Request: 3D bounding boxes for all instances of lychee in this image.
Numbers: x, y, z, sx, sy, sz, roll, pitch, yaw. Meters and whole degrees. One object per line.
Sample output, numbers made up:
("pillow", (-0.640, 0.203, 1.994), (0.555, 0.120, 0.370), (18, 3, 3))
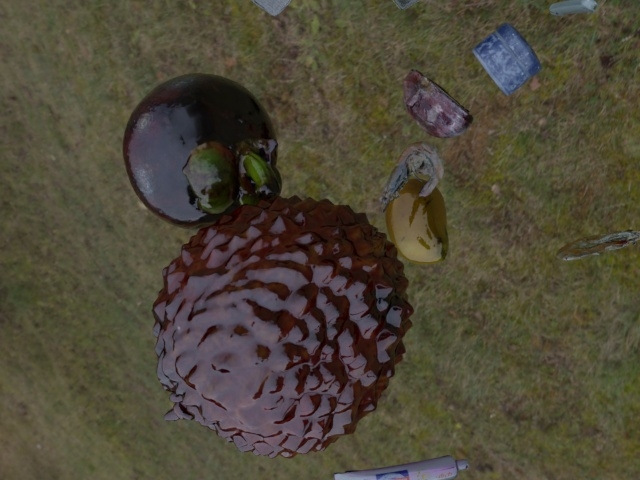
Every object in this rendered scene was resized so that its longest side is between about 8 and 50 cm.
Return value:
("lychee", (-0.078, 0.155, 1.069), (0.424, 0.424, 0.500), (43, 102, 2))

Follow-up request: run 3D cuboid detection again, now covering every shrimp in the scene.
("shrimp", (0.273, -0.179, 1.939), (0.144, 0.052, 0.251), (35, 105, 7))
("shrimp", (0.610, 0.012, 1.396), (0.190, 0.101, 0.042), (-16, 101, 14))

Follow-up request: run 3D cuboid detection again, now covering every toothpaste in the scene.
("toothpaste", (0.101, 0.293, 0.796), (0.170, 0.028, 0.045), (-8, 108, -7))

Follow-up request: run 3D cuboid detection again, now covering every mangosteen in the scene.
("mangosteen", (-0.210, -0.169, 1.231), (0.360, 0.306, 0.306), (9, 124, 53))

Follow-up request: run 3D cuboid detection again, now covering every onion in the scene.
("onion", (0.263, -0.299, 1.479), (0.098, 0.151, 0.206), (-50, 45, 18))

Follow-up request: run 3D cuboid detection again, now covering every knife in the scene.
("knife", (0.560, -0.514, 1.421), (0.044, 0.162, 0.023), (22, 102, -13))

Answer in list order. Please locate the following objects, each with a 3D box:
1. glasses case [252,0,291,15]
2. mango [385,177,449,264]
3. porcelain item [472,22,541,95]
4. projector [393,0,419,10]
("glasses case", (-0.022, -0.331, 0.736), (0.047, 0.205, 0.071), (34, 131, -13))
("mango", (0.317, -0.056, 2.086), (0.211, 0.317, 0.173), (-30, 142, 27))
("porcelain item", (0.451, -0.437, 1.546), (0.114, 0.147, 0.147), (-37, 95, 19))
("projector", (0.300, -0.719, 1.627), (0.270, 0.193, 0.088), (-25, 125, 37))
